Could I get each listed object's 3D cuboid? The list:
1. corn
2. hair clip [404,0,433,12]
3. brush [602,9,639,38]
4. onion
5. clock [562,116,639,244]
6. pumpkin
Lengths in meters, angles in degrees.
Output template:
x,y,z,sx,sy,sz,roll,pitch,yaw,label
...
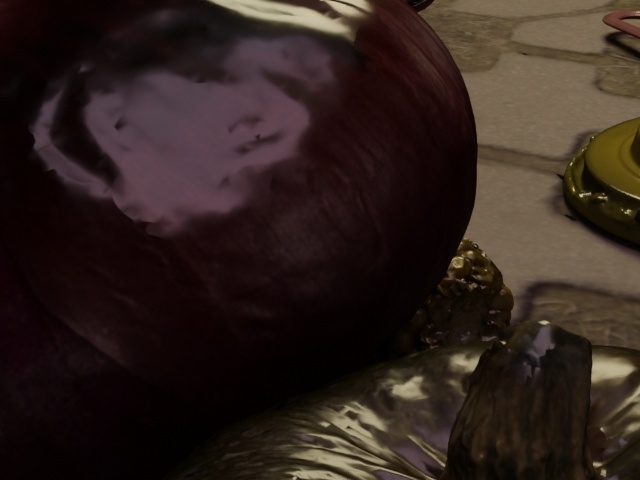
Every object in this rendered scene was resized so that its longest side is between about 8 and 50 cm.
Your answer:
x,y,z,sx,sy,sz,roll,pitch,yaw,label
0.000,0.000,0.802,0.106,0.106,0.293,-14,27,-27,corn
0.026,-0.186,1.211,0.123,0.102,0.138,10,27,28,hair clip
0.327,-0.179,1.254,0.103,0.047,0.233,-9,25,-19,brush
-0.113,-0.030,0.625,0.348,0.285,0.347,-26,26,14,onion
0.283,-0.052,0.965,0.237,0.057,0.237,-1,25,1,clock
0.061,0.116,0.437,0.260,0.189,0.260,2,23,-1,pumpkin
